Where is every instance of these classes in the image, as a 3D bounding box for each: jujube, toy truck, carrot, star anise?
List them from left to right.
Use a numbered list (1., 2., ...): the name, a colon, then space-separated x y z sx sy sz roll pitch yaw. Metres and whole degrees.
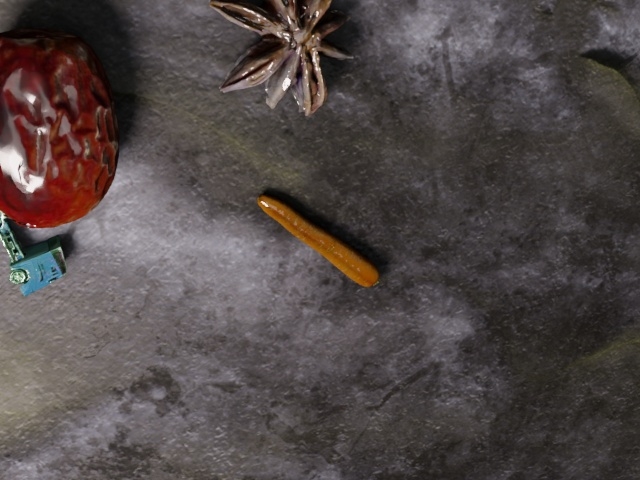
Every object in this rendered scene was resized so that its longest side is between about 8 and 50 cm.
1. toy truck: -0.413 -0.017 1.157 0.081 0.067 0.175 -24 114 -12
2. jujube: -0.347 -0.137 1.060 0.183 0.183 0.243 -1 113 -17
3. star anise: -0.046 -0.273 1.147 0.229 0.093 0.236 -34 122 -7
4. carrot: 0.000 0.000 1.301 0.248 0.043 0.043 36 98 -25
